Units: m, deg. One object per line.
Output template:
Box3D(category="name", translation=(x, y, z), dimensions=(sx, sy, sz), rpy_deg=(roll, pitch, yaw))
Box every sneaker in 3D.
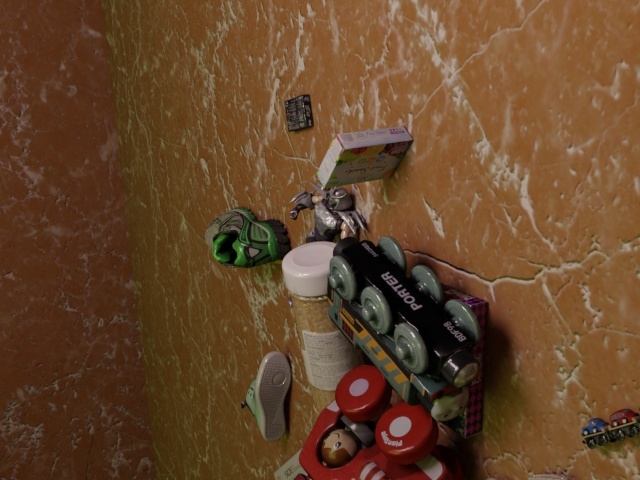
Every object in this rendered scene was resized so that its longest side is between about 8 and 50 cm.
Box3D(category="sneaker", translation=(-0.215, -0.006, 1.725), dimensions=(0.343, 0.146, 0.134), rpy_deg=(7, 106, 60))
Box3D(category="sneaker", translation=(-0.148, 0.369, 1.790), dimensions=(0.151, 0.094, 0.256), rpy_deg=(40, 131, 53))

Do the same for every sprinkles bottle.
Box3D(category="sprinkles bottle", translation=(0.016, 0.181, 1.335), dimensions=(0.121, 0.121, 0.355), rpy_deg=(32, 140, 52))

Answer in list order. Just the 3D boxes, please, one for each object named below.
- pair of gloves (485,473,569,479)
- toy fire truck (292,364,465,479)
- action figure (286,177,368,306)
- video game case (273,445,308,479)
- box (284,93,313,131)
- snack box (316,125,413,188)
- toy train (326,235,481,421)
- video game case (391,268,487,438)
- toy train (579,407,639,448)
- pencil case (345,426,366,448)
Box3D(category="pair of gloves", translation=(0.321, 0.454, 1.048), dimensions=(0.240, 0.042, 0.204), rpy_deg=(-40, 62, 55))
Box3D(category="toy fire truck", translation=(0.075, 0.379, 1.191), dimensions=(0.302, 0.254, 0.169), rpy_deg=(32, 159, 53))
Box3D(category="action figure", translation=(0.000, 0.000, 1.403), dimensions=(0.185, 0.099, 0.285), rpy_deg=(61, 143, 39))
Box3D(category="video game case", translation=(-0.001, 0.677, 1.693), dimensions=(0.329, 0.036, 0.300), rpy_deg=(65, 148, 23))
Box3D(category="box", translation=(-0.046, -0.266, 1.469), dimensions=(0.083, 0.018, 0.067), rpy_deg=(-2, 98, 60))
Box3D(category="snack box", translation=(0.074, -0.140, 1.176), dimensions=(0.037, 0.141, 0.100), rpy_deg=(63, 147, 25))
Box3D(category="toy train", translation=(0.124, 0.133, 1.115), dimensions=(0.334, 0.142, 0.190), rpy_deg=(46, 148, 41))
Box3D(category="video game case", translation=(0.190, 0.181, 1.182), dimensions=(0.210, 0.041, 0.232), rpy_deg=(23, 119, 56))
Box3D(category="toy train", translation=(0.382, 0.229, 0.878), dimensions=(0.158, 0.027, 0.036), rpy_deg=(-49, 54, 54))
Box3D(category="pencil case", translation=(0.088, 0.439, 1.426), dimensions=(0.070, 0.064, 0.152), rpy_deg=(13, 111, 55))
